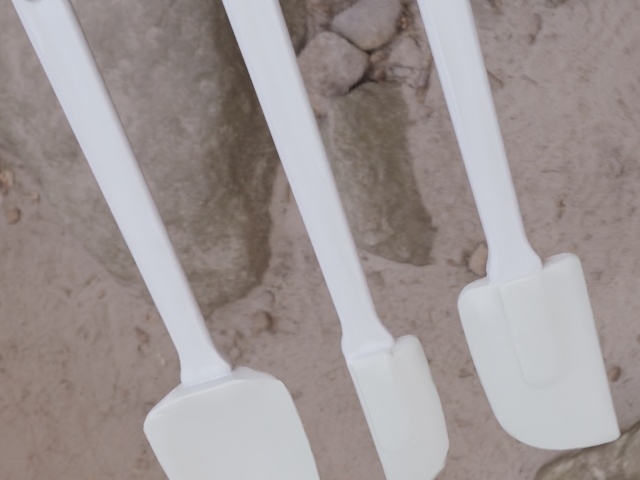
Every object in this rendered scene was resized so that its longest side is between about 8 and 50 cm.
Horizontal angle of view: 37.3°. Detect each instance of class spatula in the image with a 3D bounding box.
[{"bbox_3d":[0.000,0.000,0.324,0.168,0.019,0.242,-18,114,7],"label":"spatula"}]
